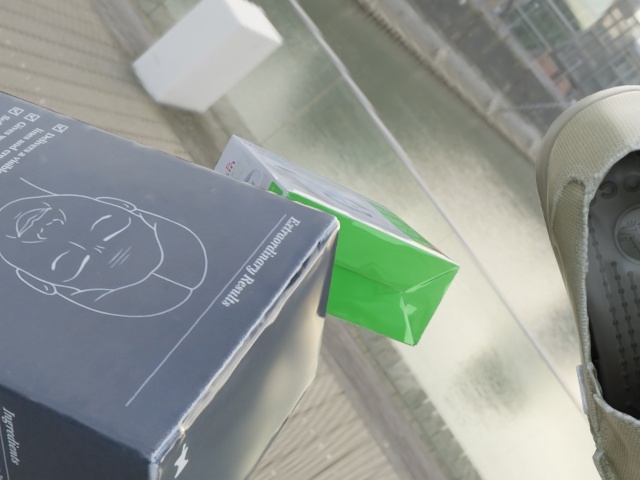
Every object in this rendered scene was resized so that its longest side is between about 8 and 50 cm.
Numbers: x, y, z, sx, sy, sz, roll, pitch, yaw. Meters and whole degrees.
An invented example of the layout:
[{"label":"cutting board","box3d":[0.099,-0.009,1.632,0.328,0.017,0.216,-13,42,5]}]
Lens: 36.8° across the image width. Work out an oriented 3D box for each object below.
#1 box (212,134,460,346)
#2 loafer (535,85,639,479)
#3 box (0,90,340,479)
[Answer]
[{"label":"box","box3d":[0.000,0.000,1.217,0.262,0.126,0.231,23,12,-28]},{"label":"loafer","box3d":[0.149,0.068,0.377,0.268,0.102,0.092,67,18,2]},{"label":"box","box3d":[-0.227,0.068,0.821,0.396,0.212,0.293,21,42,16]}]
